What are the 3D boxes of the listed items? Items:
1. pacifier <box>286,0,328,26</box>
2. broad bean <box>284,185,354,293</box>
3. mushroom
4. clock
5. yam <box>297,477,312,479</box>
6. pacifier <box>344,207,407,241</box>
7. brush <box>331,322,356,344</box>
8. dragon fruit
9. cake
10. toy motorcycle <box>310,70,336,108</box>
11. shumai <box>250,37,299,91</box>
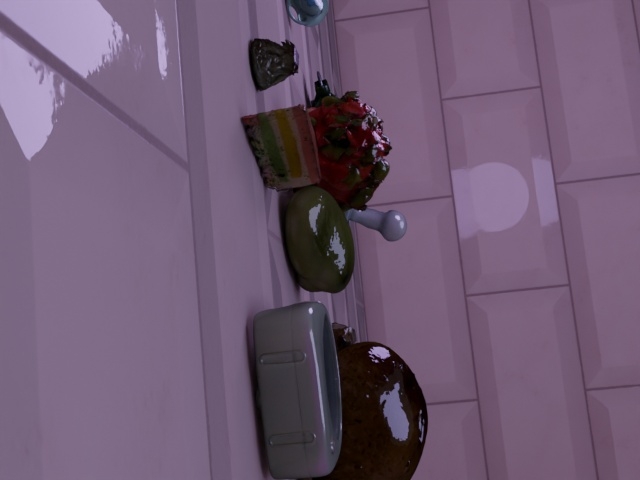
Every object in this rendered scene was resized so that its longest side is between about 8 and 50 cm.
[{"bbox_3d":[-0.054,-0.658,2.168,0.150,0.127,0.116,44,-9,-37],"label":"pacifier"},{"bbox_3d":[0.000,0.000,1.697,0.189,0.121,0.263,-57,147,-33],"label":"broad bean"},{"bbox_3d":[0.056,0.347,1.620,0.334,0.356,0.331,-43,150,-29],"label":"mushroom"},{"bbox_3d":[-0.030,0.234,1.313,0.324,0.108,0.265,11,71,-84],"label":"clock"},{"bbox_3d":[-0.035,0.383,1.453,0.032,0.032,0.145,-56,140,-80],"label":"yam"},{"bbox_3d":[0.133,-0.058,2.441,0.343,0.269,0.288,-40,148,-78],"label":"pacifier"},{"bbox_3d":[0.074,0.327,2.397,0.327,0.070,0.065,72,31,-67],"label":"brush"},{"bbox_3d":[0.037,-0.186,1.784,0.231,0.237,0.303,-92,-167,-49],"label":"dragon fruit"},{"bbox_3d":[-0.065,-0.186,1.414,0.225,0.109,0.090,74,12,-60],"label":"cake"},{"bbox_3d":[0.028,-0.376,2.419,0.275,0.124,0.187,73,3,-59],"label":"toy motorcycle"},{"bbox_3d":[-0.084,-0.344,1.516,0.124,0.087,0.099,-82,163,-71],"label":"shumai"}]
